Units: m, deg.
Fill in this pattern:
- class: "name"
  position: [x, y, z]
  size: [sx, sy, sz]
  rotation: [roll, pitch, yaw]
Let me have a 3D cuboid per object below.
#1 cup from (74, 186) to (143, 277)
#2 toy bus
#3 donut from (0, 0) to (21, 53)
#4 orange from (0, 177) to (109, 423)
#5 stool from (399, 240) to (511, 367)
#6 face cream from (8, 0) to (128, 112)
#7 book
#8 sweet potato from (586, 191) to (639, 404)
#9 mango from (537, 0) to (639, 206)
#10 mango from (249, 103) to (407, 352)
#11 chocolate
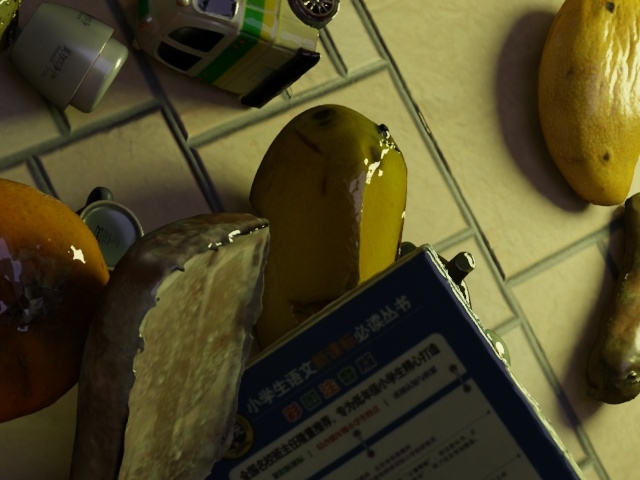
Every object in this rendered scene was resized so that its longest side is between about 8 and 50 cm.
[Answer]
- class: "cup"
  position: [-0.206, -0.005, 1.588]
  size: [0.078, 0.077, 0.100]
  rotation: [15, 66, -26]
- class: "toy bus"
  position: [-0.082, -0.309, 1.729]
  size: [0.179, 0.143, 0.306]
  rotation: [15, 68, -23]
- class: "donut"
  position: [-0.377, -0.266, 1.533]
  size: [0.272, 0.107, 0.272]
  rotation: [22, 48, -26]
- class: "orange"
  position: [-0.283, 0.053, 1.455]
  size: [0.224, 0.170, 0.224]
  rotation: [-2, 93, -34]
- class: "stool"
  position: [0.114, 0.084, 1.724]
  size: [0.217, 0.121, 0.125]
  rotation: [40, 56, -7]
- class: "face cream"
  position: [-0.236, -0.172, 1.622]
  size: [0.095, 0.091, 0.091]
  rotation: [32, 60, -9]
- class: "book"
  position: [0.092, 0.259, 1.588]
  size: [0.300, 0.039, 0.428]
  rotation: [-33, 93, 6]
- class: "sweet potato"
  position: [0.346, 0.062, 1.896]
  size: [0.075, 0.075, 0.273]
  rotation: [30, 58, -19]
- class: "mango"
  position: [0.319, -0.171, 1.937]
  size: [0.157, 0.109, 0.262]
  rotation: [15, 68, -30]
- class: "mango"
  position: [0.000, 0.000, 1.659]
  size: [0.130, 0.167, 0.262]
  rotation: [16, 76, -43]
- class: "chocolate"
  position: [-0.142, 0.114, 1.458]
  size: [0.100, 0.303, 0.185]
  rotation: [24, 32, 21]
